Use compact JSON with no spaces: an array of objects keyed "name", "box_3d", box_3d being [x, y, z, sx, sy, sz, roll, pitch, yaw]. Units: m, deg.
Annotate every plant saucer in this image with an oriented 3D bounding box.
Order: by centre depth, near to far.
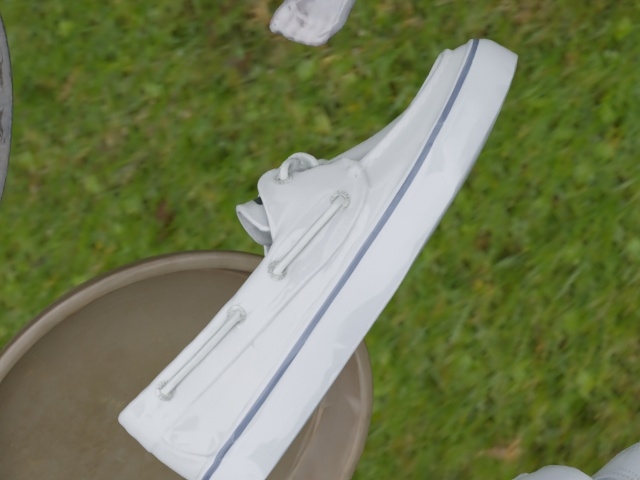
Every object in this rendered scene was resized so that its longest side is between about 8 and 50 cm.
[{"name":"plant saucer","box_3d":[-0.098,0.120,1.158,0.041,0.277,0.278,48,128,50]}]

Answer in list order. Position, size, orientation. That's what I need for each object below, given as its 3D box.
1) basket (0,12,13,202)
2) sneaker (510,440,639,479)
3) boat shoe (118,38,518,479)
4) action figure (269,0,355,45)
[{"name":"basket","box_3d":[-0.309,-0.061,1.045,0.204,0.226,0.154,-46,53,56]},{"name":"sneaker","box_3d":[0.033,0.121,0.595,0.210,0.137,0.366,42,78,-12]},{"name":"boat shoe","box_3d":[0.000,0.000,0.888,0.084,0.095,0.258,34,77,1]},{"name":"action figure","box_3d":[-0.091,-0.233,0.639,0.178,0.330,0.341,-13,82,21]}]
